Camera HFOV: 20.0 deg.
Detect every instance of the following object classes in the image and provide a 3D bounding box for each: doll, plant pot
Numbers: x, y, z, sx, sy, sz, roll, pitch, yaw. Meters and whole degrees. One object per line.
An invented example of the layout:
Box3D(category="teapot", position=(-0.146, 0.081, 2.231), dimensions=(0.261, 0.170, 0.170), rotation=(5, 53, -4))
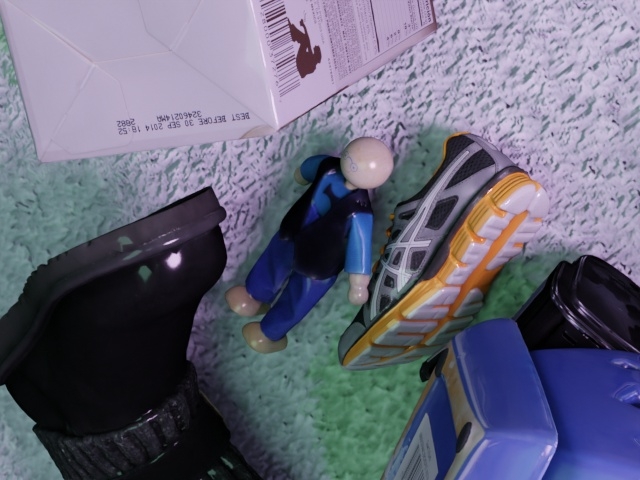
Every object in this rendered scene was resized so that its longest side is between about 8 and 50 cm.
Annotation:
Box3D(category="doll", position=(0.000, 0.000, 1.322), dimensions=(0.189, 0.046, 0.129), rotation=(-56, 45, 32))
Box3D(category="plant pot", position=(0.144, 0.188, 1.083), dimensions=(0.212, 0.236, 0.236), rotation=(22, 105, -7))

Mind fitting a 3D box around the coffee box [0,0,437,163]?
Box3D(category="coffee box", position=(-0.055, -0.151, 1.184), dimensions=(0.168, 0.297, 0.119), rotation=(-6, 105, 24))

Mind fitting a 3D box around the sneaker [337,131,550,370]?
Box3D(category="sneaker", position=(0.077, 0.013, 1.304), dimensions=(0.215, 0.084, 0.083), rotation=(-51, 58, 28))

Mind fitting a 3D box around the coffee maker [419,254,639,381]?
Box3D(category="coffee maker", position=(0.154, 0.117, 1.242), dimensions=(0.120, 0.171, 0.178), rotation=(27, 121, -21))

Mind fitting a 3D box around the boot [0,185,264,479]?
Box3D(category="boot", position=(-0.109, 0.124, 1.339), dimensions=(0.260, 0.131, 0.348), rotation=(58, 148, 5))
